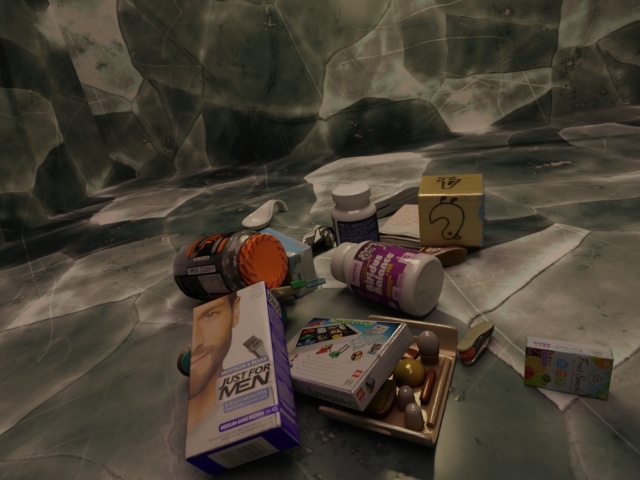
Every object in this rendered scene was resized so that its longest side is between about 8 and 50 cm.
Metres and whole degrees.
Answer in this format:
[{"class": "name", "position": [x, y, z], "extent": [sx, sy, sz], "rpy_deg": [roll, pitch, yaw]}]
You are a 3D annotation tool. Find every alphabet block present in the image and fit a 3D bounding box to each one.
[{"class": "alphabet block", "position": [0.433, -0.102, 1.342], "extent": [0.197, 0.192, 0.193], "rpy_deg": [0, 26, 19]}]

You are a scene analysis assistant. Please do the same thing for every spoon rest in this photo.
[{"class": "spoon rest", "position": [-0.257, -0.125, 1.905], "extent": [0.137, 0.084, 0.276], "rpy_deg": [5, 28, 30]}]

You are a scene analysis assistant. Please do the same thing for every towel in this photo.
[{"class": "towel", "position": [0.409, -0.059, 1.534], "extent": [0.332, 0.053, 0.317], "rpy_deg": [9, 31, 35]}]

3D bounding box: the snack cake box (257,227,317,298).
[{"class": "snack cake box", "position": [-0.128, 0.067, 1.350], "extent": [0.089, 0.152, 0.264], "rpy_deg": [-25, 28, -30]}]

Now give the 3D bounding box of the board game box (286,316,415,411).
[{"class": "board game box", "position": [0.028, 0.249, 0.880], "extent": [0.193, 0.053, 0.305], "rpy_deg": [-40, 18, -35]}]

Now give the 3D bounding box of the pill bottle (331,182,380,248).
[{"class": "pill bottle", "position": [0.119, -0.051, 1.372], "extent": [0.153, 0.264, 0.153], "rpy_deg": [-8, 25, 4]}]

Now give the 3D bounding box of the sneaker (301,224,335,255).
[{"class": "sneaker", "position": [0.000, 0.000, 1.535], "extent": [0.106, 0.078, 0.234], "rpy_deg": [-3, 23, 22]}]

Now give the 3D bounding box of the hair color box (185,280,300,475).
[{"class": "hair color box", "position": [-0.165, 0.264, 0.838], "extent": [0.185, 0.110, 0.338], "rpy_deg": [-22, 41, 5]}]

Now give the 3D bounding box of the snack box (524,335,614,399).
[{"class": "snack box", "position": [0.474, 0.245, 0.786], "extent": [0.141, 0.100, 0.037], "rpy_deg": [3, 28, 27]}]

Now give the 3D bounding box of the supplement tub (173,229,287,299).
[{"class": "supplement tub", "position": [-0.276, 0.079, 1.246], "extent": [0.338, 0.207, 0.207], "rpy_deg": [-8, 21, 38]}]

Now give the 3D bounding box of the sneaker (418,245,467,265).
[{"class": "sneaker", "position": [0.372, 0.044, 1.302], "extent": [0.186, 0.069, 0.084], "rpy_deg": [-12, 30, -5]}]

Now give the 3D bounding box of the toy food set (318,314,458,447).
[{"class": "toy food set", "position": [0.155, 0.273, 0.861], "extent": [0.220, 0.092, 0.306], "rpy_deg": [3, 27, 27]}]

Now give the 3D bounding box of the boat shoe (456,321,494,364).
[{"class": "boat shoe", "position": [0.361, 0.232, 0.932], "extent": [0.137, 0.043, 0.049], "rpy_deg": [-28, 5, -37]}]

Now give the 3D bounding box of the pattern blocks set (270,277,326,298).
[{"class": "pattern blocks set", "position": [-0.158, 0.164, 1.126], "extent": [0.325, 0.026, 0.285], "rpy_deg": [-23, -12, 32]}]

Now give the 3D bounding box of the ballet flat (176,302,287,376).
[{"class": "ballet flat", "position": [-0.230, 0.259, 1.068], "extent": [0.316, 0.107, 0.106], "rpy_deg": [-21, 6, -33]}]

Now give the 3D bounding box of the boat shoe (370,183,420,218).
[{"class": "boat shoe", "position": [0.322, -0.178, 1.764], "extent": [0.303, 0.109, 0.094], "rpy_deg": [-17, 23, -8]}]

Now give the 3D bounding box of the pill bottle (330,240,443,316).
[{"class": "pill bottle", "position": [0.176, 0.093, 1.152], "extent": [0.302, 0.169, 0.169], "rpy_deg": [14, 34, 43]}]
